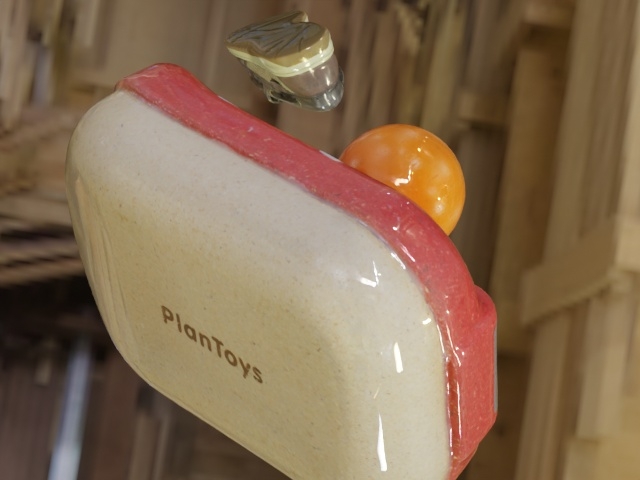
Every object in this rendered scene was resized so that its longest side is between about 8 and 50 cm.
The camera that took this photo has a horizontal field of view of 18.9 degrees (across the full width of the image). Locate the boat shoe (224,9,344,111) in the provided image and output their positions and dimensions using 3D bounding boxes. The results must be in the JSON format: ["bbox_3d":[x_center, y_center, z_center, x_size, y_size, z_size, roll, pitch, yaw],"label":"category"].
[{"bbox_3d":[-0.021,-0.106,1.163,0.152,0.056,0.049,-126,-166,-74],"label":"boat shoe"}]

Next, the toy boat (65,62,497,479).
[{"bbox_3d":[0.000,0.000,0.825,0.151,0.231,0.151,-35,138,-32],"label":"toy boat"}]
